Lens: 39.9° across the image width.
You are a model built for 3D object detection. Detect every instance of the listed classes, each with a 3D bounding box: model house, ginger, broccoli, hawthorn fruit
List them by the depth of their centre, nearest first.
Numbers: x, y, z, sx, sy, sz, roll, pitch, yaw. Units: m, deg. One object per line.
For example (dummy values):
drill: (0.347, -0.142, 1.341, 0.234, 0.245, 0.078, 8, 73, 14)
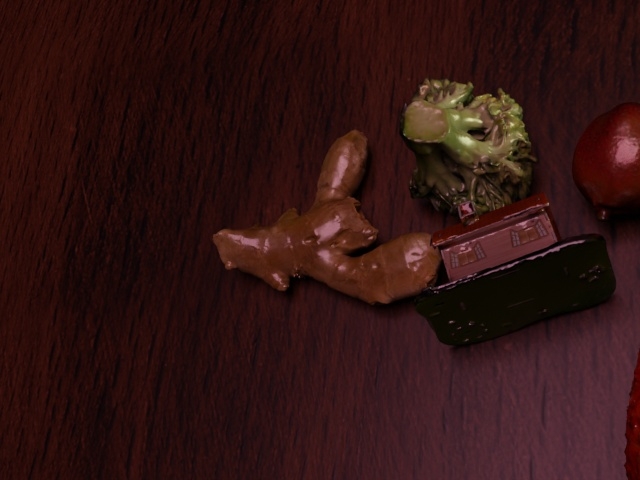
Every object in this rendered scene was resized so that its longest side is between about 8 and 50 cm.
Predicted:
model house: (0.292, 0.031, 1.387, 0.293, 0.207, 0.154, -20, 55, 14)
hawthorn fruit: (0.483, -0.116, 1.394, 0.169, 0.169, 0.188, 12, 71, 28)
broccoli: (0.230, -0.171, 1.476, 0.288, 0.245, 0.248, 31, 88, 31)
ginger: (0.012, 0.016, 1.578, 0.348, 0.122, 0.363, -37, 64, 7)

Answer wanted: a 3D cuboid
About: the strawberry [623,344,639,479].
strawberry: (0.547, 0.249, 1.168, 0.311, 0.267, 0.351, 7, 36, -1)
